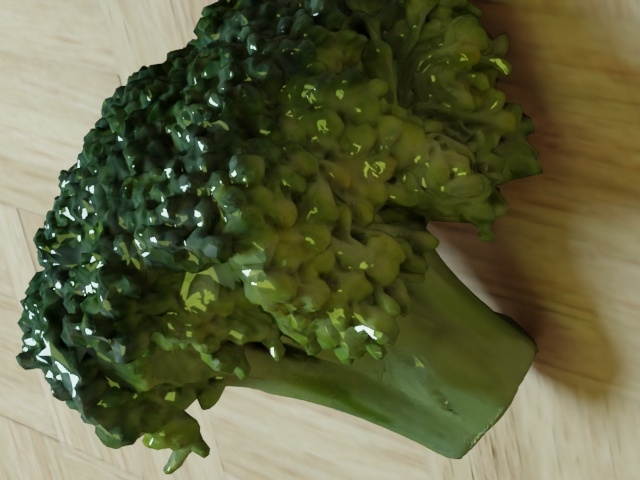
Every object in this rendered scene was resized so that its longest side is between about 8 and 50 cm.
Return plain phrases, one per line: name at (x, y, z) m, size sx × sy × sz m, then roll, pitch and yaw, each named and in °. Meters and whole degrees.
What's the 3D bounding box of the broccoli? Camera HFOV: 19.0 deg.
broccoli at (0.000, 0.000, 0.918) m, size 0.243 × 0.263 × 0.247 m, roll 37°, pitch -177°, yaw -12°
